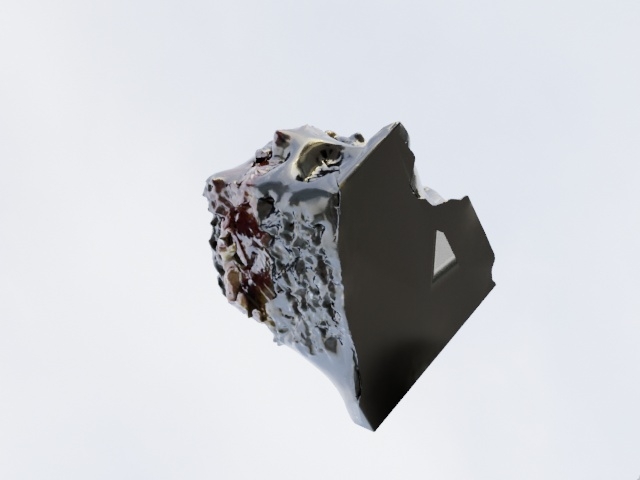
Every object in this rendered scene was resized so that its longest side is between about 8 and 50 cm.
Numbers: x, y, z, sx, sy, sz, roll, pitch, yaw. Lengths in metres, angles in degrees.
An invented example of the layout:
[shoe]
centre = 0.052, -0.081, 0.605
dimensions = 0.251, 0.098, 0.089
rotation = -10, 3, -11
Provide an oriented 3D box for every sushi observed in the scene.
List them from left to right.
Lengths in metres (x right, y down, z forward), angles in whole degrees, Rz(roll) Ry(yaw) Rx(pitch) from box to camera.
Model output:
[sushi]
centre = 0.000, 0.000, 1.082
dimensions = 0.153, 0.150, 0.172
rotation = -48, -47, -22

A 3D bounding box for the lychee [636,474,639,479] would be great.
[lychee]
centre = 0.274, 0.208, 1.137
dimensions = 0.114, 0.114, 0.146
rotation = -29, -23, -12
